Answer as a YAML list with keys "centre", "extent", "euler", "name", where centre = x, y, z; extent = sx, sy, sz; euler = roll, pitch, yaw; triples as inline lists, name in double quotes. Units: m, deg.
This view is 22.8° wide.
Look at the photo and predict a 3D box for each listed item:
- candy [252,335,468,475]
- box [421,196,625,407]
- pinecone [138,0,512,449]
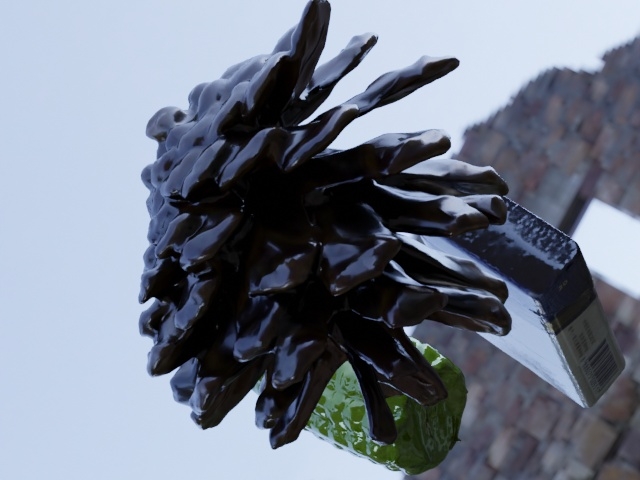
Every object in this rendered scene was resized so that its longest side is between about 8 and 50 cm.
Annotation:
- centre: [0.005, 0.094, 1.137]
  extent: [0.096, 0.209, 0.097]
  euler: [-31, -49, -43]
  name: "candy"
- centre: [0.189, 0.047, 1.498]
  extent: [0.071, 0.168, 0.259]
  euler: [-48, -32, -10]
  name: "box"
- centre: [0.002, 0.002, 0.816]
  extent: [0.229, 0.201, 0.202]
  euler: [-60, -24, 17]
  name: "pinecone"
